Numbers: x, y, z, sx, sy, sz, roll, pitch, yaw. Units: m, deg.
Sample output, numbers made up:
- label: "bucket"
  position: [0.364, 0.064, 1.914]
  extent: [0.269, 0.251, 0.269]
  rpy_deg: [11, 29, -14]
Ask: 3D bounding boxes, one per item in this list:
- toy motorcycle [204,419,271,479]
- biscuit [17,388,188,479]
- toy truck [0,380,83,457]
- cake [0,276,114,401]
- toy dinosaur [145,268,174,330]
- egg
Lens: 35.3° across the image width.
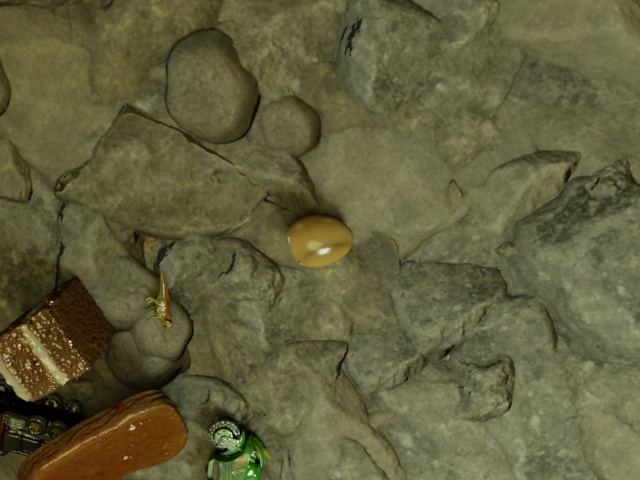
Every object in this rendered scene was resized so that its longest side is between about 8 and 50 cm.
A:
- label: "toy motorcycle"
  position: [-0.136, 0.378, 1.630]
  extent: [0.106, 0.074, 0.190]
  rpy_deg: [4, 107, -4]
- label: "biscuit"
  position: [-0.333, 0.349, 1.600]
  extent: [0.277, 0.052, 0.262]
  rpy_deg: [-31, 146, -4]
- label: "toy truck"
  position: [-0.473, 0.302, 1.631]
  extent: [0.192, 0.083, 0.092]
  rpy_deg: [15, 112, 1]
- label: "cake"
  position: [-0.421, 0.156, 1.561]
  extent: [0.147, 0.135, 0.134]
  rpy_deg: [-26, 103, 18]
- label: "toy dinosaur"
  position: [-0.256, 0.094, 1.576]
  extent: [0.041, 0.026, 0.113]
  rpy_deg: [-6, 115, 1]
- label: "egg"
  position: [0.000, 0.000, 1.495]
  extent: [0.096, 0.080, 0.080]
  rpy_deg: [-10, 105, 11]
